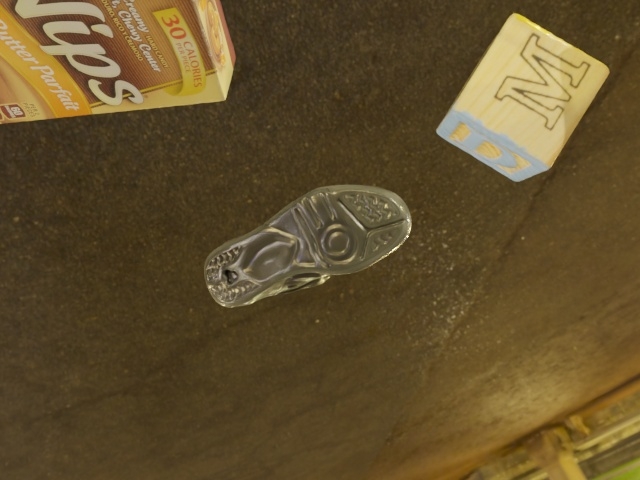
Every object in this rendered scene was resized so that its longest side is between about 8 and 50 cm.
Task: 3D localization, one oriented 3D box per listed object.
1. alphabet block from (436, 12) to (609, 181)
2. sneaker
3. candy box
[{"bbox_3d":[0.348,-0.244,1.052,0.197,0.193,0.192,-58,179,1],"label":"alphabet block"},{"bbox_3d":[0.000,0.000,0.608,0.227,0.087,0.130,-25,177,30],"label":"sneaker"},{"bbox_3d":[-0.257,-0.214,0.555,0.316,0.088,0.183,-4,139,8],"label":"candy box"}]
